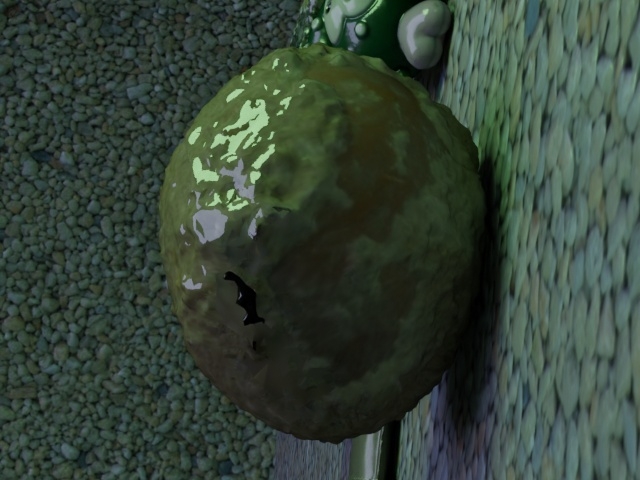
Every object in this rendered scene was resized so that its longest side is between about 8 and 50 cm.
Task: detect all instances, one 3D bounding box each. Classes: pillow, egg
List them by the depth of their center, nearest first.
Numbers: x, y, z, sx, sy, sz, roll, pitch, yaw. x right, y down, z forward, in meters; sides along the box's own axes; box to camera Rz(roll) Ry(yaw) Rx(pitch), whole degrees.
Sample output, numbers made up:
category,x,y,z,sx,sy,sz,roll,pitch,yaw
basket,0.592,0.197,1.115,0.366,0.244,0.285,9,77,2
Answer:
category,x,y,z,sx,sy,sz,roll,pitch,yaw
egg,0.000,0.000,1.098,0.279,0.279,0.310,-133,46,-84
pillow,0.057,0.191,1.453,0.130,0.038,0.233,123,156,-79

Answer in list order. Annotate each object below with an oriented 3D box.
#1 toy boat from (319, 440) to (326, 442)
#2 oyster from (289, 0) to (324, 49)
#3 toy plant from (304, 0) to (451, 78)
category,x,y,z,sx,sy,sz,roll,pitch,yaw
toy boat,-0.002,0.157,1.765,0.098,0.109,0.238,51,145,40
oyster,-0.006,-0.204,2.009,0.158,0.162,0.351,-16,68,63
toy plant,0.060,-0.244,1.457,0.232,0.112,0.243,-14,72,57
